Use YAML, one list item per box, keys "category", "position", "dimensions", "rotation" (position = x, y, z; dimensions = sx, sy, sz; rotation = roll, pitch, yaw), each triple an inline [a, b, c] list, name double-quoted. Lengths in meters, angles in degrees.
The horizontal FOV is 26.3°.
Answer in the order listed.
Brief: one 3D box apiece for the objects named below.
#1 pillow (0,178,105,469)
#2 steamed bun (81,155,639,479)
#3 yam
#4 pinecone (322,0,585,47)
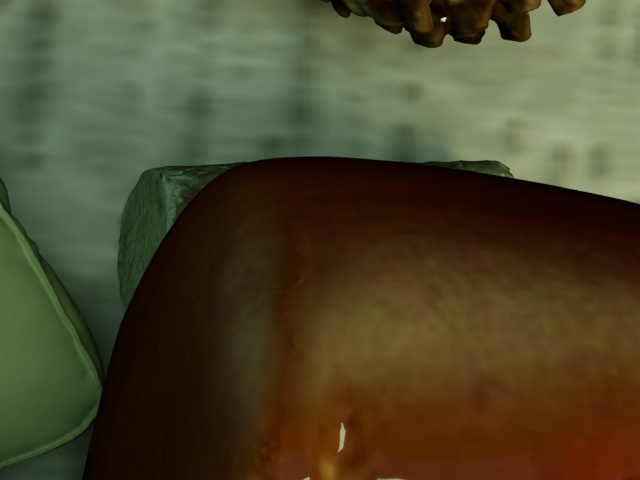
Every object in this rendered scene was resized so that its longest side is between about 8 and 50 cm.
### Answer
- category: "pillow"
  position: [-0.274, 0.033, 0.537]
  dimensions: [0.322, 0.120, 0.255]
  rotation: [-26, 102, -9]
- category: "steamed bun"
  position: [0.030, 0.110, 0.497]
  dimensions: [0.235, 0.379, 0.248]
  rotation: [6, 58, -11]
- category: "yam"
  position: [0.000, 0.000, 0.618]
  dimensions: [0.179, 0.078, 0.078]
  rotation: [1, 90, -10]
- category: "pinecone"
  position: [0.057, -0.165, 0.578]
  dimensions: [0.212, 0.185, 0.168]
  rotation: [10, 113, -24]
